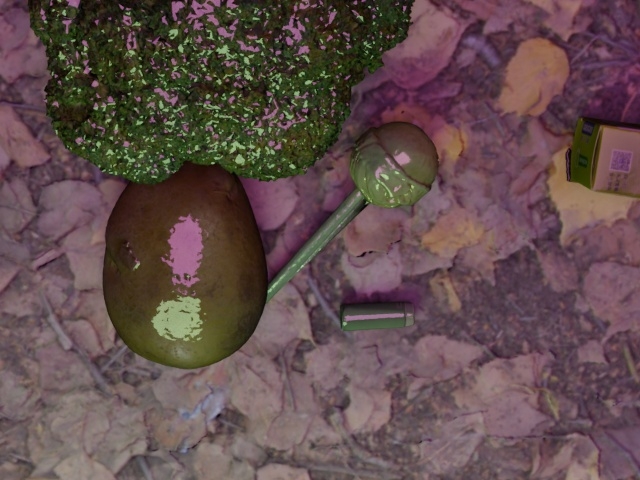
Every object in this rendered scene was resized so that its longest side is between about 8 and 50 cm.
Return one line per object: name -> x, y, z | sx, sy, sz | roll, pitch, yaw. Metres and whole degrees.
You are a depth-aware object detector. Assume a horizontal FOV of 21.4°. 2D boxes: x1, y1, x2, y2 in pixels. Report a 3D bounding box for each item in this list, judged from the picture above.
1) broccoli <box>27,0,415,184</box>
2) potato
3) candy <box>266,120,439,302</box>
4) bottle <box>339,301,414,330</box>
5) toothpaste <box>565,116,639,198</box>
broccoli -> -0.111, -0.236, 1.704 | 0.413, 0.310, 0.321 | -37, 130, 4
potato -> -0.145, 0.012, 1.827 | 0.174, 0.159, 0.251 | -7, 111, -29
candy -> 0.000, 0.000, 1.880 | 0.335, 0.093, 0.092 | -47, 56, 13
bottle -> 0.064, 0.085, 1.910 | 0.083, 0.030, 0.030 | -3, 100, -4
toothpaste -> 0.441, -0.075, 1.864 | 0.327, 0.110, 0.077 | 8, 97, -5
